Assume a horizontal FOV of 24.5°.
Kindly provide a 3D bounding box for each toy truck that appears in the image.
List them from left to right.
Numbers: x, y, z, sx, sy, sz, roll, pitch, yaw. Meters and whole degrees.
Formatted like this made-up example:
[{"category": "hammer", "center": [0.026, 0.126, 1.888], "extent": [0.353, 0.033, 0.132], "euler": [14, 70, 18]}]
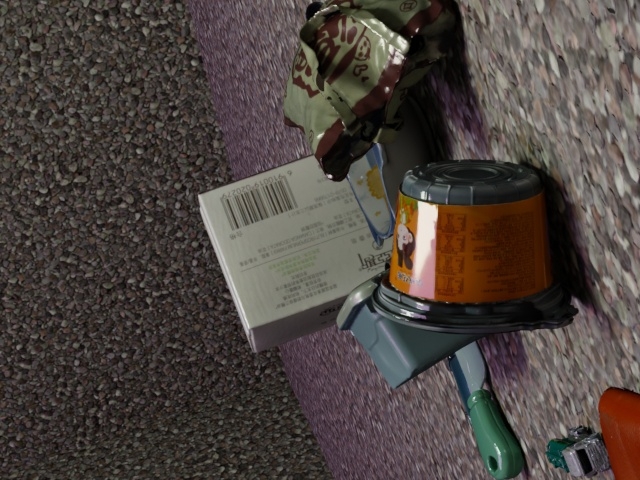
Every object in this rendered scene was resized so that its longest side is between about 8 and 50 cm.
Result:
[{"category": "toy truck", "center": [0.247, 0.206, 1.416], "extent": [0.083, 0.044, 0.039], "euler": [170, 79, -82]}]

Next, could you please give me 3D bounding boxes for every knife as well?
[{"category": "knife", "center": [0.185, 0.165, 1.785], "extent": [0.063, 0.035, 0.260], "euler": [119, 136, -58]}]

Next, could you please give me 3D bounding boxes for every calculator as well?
[{"category": "calculator", "center": [0.180, 0.166, 1.872], "extent": [0.094, 0.019, 0.141], "euler": [108, 144, -76]}]

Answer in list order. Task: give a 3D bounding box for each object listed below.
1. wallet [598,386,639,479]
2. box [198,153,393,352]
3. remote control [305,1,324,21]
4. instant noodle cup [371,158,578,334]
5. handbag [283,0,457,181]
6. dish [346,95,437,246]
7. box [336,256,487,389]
[{"category": "wallet", "center": [0.280, 0.192, 1.146], "extent": [0.204, 0.045, 0.142], "euler": [-175, 67, -81]}, {"category": "box", "center": [0.000, 0.000, 1.839], "extent": [0.111, 0.261, 0.194], "euler": [93, 158, -68]}, {"category": "remote control", "center": [0.031, -0.163, 1.952], "extent": [0.377, 0.044, 0.107], "euler": [77, 166, -60]}, {"category": "instant noodle cup", "center": [0.134, -0.002, 1.316], "extent": [0.178, 0.208, 0.125], "euler": [-29, -59, -57]}, {"category": "handbag", "center": [0.037, -0.181, 1.499], "extent": [0.127, 0.213, 0.235], "euler": [30, -170, -20]}, {"category": "dish", "center": [0.082, -0.098, 1.685], "extent": [0.236, 0.086, 0.227], "euler": [-127, 18, -65]}, {"category": "box", "center": [0.113, 0.074, 1.641], "extent": [0.130, 0.162, 0.227], "euler": [59, 171, 8]}]
